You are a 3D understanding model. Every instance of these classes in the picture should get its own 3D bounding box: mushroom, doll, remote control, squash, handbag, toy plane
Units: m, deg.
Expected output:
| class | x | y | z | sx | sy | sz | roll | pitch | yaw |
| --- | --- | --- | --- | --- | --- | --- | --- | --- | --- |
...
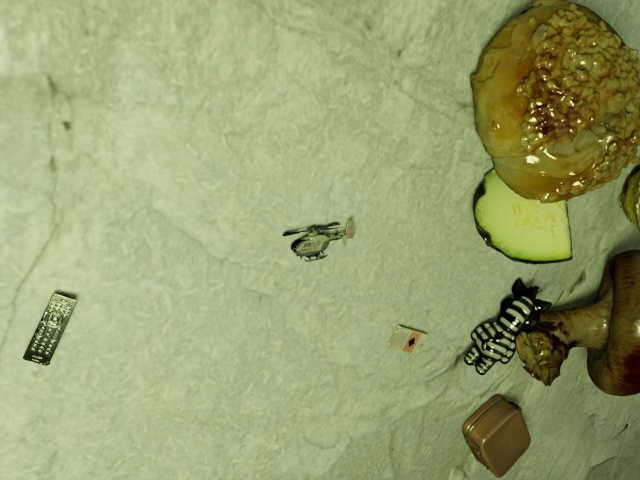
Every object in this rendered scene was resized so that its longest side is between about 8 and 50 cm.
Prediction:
| class | x | y | z | sx | sy | sz | roll | pitch | yaw |
| --- | --- | --- | --- | --- | --- | --- | --- | --- | --- |
| mushroom | 0.653 | 0.197 | 1.214 | 0.331 | 0.356 | 0.334 | 58 | 39 | -34 |
| doll | 0.382 | 0.181 | 1.089 | 0.219 | 0.091 | 0.067 | -48 | 152 | -6 |
| remote control | -0.322 | 0.105 | 0.632 | 0.034 | 0.016 | 0.091 | 25 | 96 | -22 |
| squash | 0.352 | -0.046 | 0.970 | 0.184 | 0.085 | 0.192 | 0 | 81 | -9 |
| handbag | 0.423 | 0.461 | 1.257 | 0.151 | 0.072 | 0.193 | -41 | 126 | -10 |
| toy plane | 0.000 | 0.000 | 0.788 | 0.121 | 0.031 | 0.049 | -10 | 108 | -26 |

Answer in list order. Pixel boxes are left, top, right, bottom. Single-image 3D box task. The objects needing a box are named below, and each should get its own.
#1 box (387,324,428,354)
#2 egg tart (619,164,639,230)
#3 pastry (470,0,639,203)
| class | x | y | z | sx | sy | sz | roll | pitch | yaw |
| --- | --- | --- | --- | --- | --- | --- | --- | --- | --- |
| box | 0.165 | 0.187 | 0.994 | 0.083 | 0.012 | 0.046 | 21 | 98 | -38 |
| egg tart | 0.752 | -0.096 | 1.179 | 0.241 | 0.106 | 0.241 | -9 | 106 | -33 |
| pastry | 0.384 | -0.209 | 0.820 | 0.284 | 0.184 | 0.315 | -34 | 114 | -15 |
